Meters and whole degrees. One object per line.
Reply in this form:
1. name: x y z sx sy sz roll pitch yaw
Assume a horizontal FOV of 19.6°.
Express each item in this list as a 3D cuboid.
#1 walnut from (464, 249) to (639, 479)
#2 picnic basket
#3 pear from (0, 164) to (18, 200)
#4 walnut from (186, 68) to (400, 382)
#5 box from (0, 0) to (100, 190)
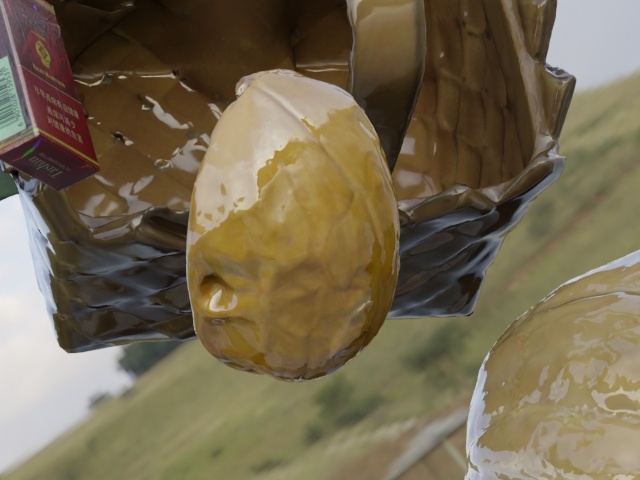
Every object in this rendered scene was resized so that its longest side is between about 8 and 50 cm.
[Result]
1. walnut: 0.188 0.108 0.820 0.261 0.225 0.225 5 19 32
2. picnic basket: -0.025 -0.102 0.925 0.291 0.254 0.321 -5 -29 -14
3. pear: -0.171 -0.185 1.227 0.398 0.165 0.399 -20 -22 -8
4. walnut: 0.000 0.000 0.641 0.091 0.052 0.121 -43 -40 -39
5. box: -0.120 -0.066 0.751 0.023 0.082 0.051 -24 -22 14
